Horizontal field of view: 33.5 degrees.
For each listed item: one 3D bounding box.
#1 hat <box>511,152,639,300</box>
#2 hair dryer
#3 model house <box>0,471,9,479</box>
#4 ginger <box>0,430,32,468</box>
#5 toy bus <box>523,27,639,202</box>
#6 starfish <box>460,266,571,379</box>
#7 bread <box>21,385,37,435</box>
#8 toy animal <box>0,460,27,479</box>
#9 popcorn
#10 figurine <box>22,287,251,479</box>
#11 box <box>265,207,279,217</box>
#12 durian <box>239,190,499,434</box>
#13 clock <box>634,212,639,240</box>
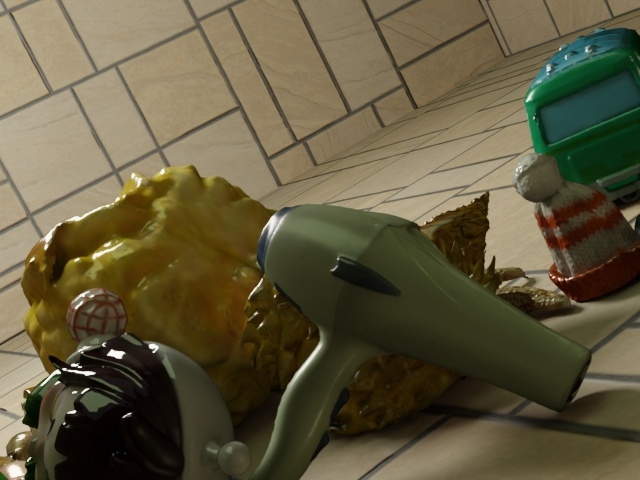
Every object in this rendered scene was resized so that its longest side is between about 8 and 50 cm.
[{"bbox_3d":[0.254,-0.022,1.076,0.112,0.162,0.093,-22,13,48],"label":"hat"},{"bbox_3d":[0.074,0.121,0.892,0.296,0.298,0.119,4,-9,22],"label":"hair dryer"},{"bbox_3d":[-0.393,0.341,0.899,0.313,0.242,0.358,-44,13,-6],"label":"model house"},{"bbox_3d":[-0.402,0.308,1.323,0.104,0.080,0.204,-26,10,41],"label":"ginger"},{"bbox_3d":[0.387,-0.178,1.448,0.184,0.199,0.343,-24,8,21],"label":"toy bus"},{"bbox_3d":[0.155,0.086,1.134,0.277,0.062,0.236,-28,14,-34],"label":"starfish"},{"bbox_3d":[-0.314,0.233,1.257,0.044,0.129,0.126,-24,-5,-29],"label":"bread"},{"bbox_3d":[-0.343,0.296,1.205,0.089,0.083,0.150,1,-1,-18],"label":"toy animal"},{"bbox_3d":[-0.198,0.097,1.290,0.349,0.349,0.381,-38,-7,-48],"label":"popcorn"},{"bbox_3d":[-0.189,0.186,0.965,0.167,0.281,0.370,3,-8,-26],"label":"figurine"},{"bbox_3d":[0.001,0.000,1.507,0.279,0.041,0.153,13,-6,-22],"label":"box"},{"bbox_3d":[0.059,0.091,1.038,0.305,0.185,0.195,-31,49,16],"label":"durian"},{"bbox_3d":[0.437,-0.064,0.964,0.319,0.066,0.319,-34,3,2],"label":"clock"}]
